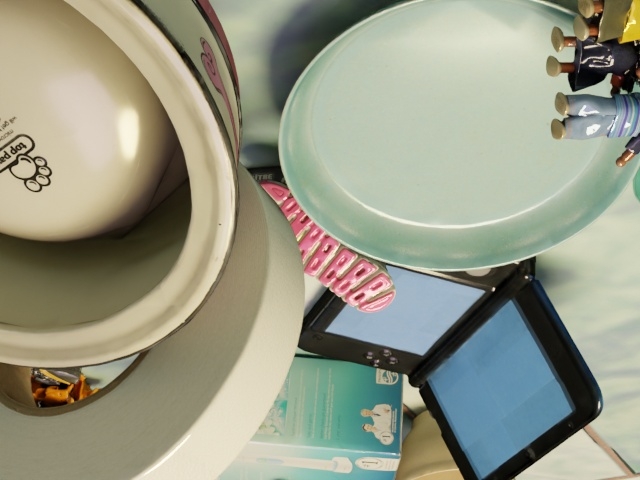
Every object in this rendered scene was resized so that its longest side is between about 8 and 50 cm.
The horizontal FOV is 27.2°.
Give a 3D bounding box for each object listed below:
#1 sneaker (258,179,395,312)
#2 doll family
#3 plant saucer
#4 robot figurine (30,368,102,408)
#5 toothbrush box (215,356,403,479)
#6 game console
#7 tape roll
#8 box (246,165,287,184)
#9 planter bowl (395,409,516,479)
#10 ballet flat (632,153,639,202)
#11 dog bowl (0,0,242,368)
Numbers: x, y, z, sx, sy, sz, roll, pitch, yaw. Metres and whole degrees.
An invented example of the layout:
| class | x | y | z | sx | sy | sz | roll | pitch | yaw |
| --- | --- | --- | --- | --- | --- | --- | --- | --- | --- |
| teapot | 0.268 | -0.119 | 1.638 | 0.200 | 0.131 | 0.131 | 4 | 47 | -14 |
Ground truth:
| class | x | y | z | sx | sy | sz | roll | pitch | yaw |
| --- | --- | --- | --- | --- | --- | --- | --- | --- | --- |
| sneaker | 0.000 | 0.000 | 1.269 | 0.170 | 0.075 | 0.063 | 38 | 105 | -12 |
| doll family | 0.243 | -0.150 | 1.022 | 0.111 | 0.076 | 0.193 | -3 | 130 | -14 |
| plant saucer | 0.122 | -0.096 | 1.149 | 0.318 | 0.043 | 0.317 | 0 | 136 | 0 |
| robot figurine | -0.417 | 0.216 | 1.700 | 0.291 | 0.085 | 0.211 | -1 | 148 | 8 |
| toothbrush box | -0.052 | 0.246 | 1.665 | 0.295 | 0.126 | 0.216 | 4 | 148 | 0 |
| game console | 0.126 | 0.137 | 1.435 | 0.250 | 0.173 | 0.293 | 14 | 145 | -16 |
| tape roll | -0.199 | 0.077 | 1.180 | 0.392 | 0.392 | 0.072 | -12 | 143 | 23 |
| box | -0.063 | -0.026 | 1.329 | 0.207 | 0.036 | 0.114 | -4 | 146 | 13 |
| planter bowl | 0.169 | 0.282 | 1.707 | 0.162 | 0.109 | 0.162 | -1 | 145 | -1 |
| ballet flat | 0.331 | -0.112 | 1.114 | 0.091 | 0.077 | 0.241 | 33 | 150 | 14 |
| dog bowl | -0.242 | -0.100 | 1.033 | 0.408 | 0.150 | 0.408 | 8 | 127 | 10 |
